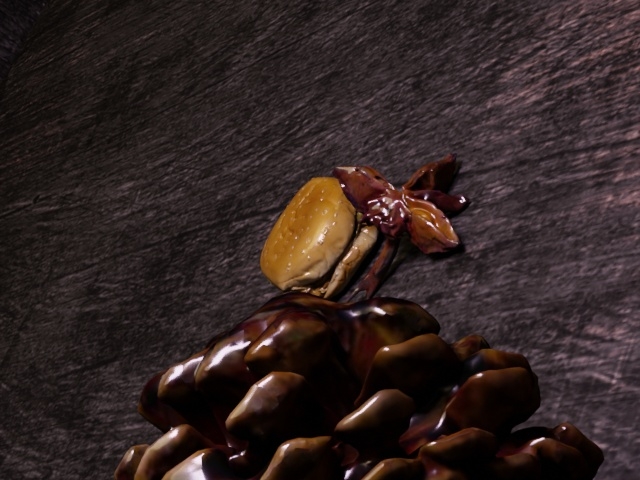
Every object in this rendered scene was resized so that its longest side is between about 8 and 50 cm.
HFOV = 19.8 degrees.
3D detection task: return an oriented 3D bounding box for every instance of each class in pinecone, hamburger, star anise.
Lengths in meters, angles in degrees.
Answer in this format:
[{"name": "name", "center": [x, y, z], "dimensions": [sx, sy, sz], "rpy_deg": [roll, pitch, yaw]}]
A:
[{"name": "pinecone", "center": [0.017, 0.230, 1.394], "dimensions": [0.397, 0.397, 0.398], "rpy_deg": [-39, 28, 26]}, {"name": "hamburger", "center": [0.000, 0.000, 2.067], "dimensions": [0.147, 0.083, 0.138], "rpy_deg": [-56, 29, -1]}, {"name": "star anise", "center": [0.089, -0.005, 1.971], "dimensions": [0.140, 0.144, 0.158], "rpy_deg": [-5, 40, -5]}]
